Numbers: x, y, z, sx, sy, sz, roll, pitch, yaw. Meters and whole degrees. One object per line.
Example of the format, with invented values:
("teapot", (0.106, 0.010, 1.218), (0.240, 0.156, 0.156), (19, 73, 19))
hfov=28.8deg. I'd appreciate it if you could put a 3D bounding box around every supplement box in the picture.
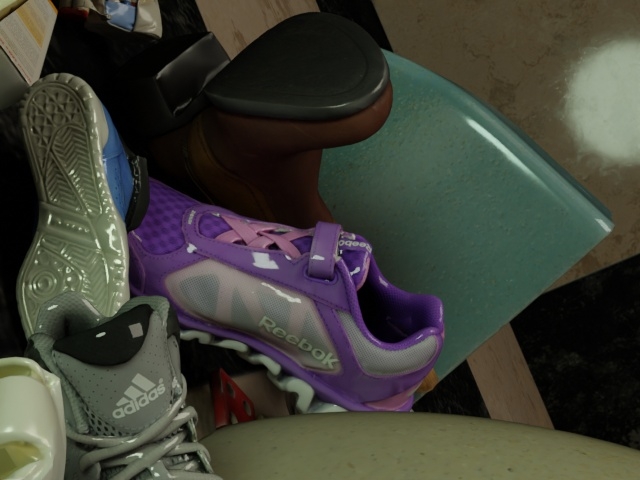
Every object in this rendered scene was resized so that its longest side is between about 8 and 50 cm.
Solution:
("supplement box", (-0.175, -0.116, 0.655), (0.062, 0.036, 0.098), (58, 15, -31))

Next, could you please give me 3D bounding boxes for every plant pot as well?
("plant pot", (0.073, -0.028, 1.072), (0.252, 0.248, 0.247), (48, 12, 5))

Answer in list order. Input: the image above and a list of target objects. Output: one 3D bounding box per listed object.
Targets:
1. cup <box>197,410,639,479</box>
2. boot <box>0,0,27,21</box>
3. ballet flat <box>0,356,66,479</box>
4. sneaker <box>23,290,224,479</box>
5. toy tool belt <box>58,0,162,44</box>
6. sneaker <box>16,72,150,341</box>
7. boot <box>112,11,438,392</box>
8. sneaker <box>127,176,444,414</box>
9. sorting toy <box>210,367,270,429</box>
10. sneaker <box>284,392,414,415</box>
("cup", (0.098, 0.220, 0.576), (0.331, 0.237, 0.331), (48, 32, -45))
("boot", (-0.195, -0.133, 0.461), (0.165, 0.077, 0.213), (59, 32, -19))
("ballet flat", (-0.137, 0.060, 0.361), (0.280, 0.096, 0.095), (52, 18, -47))
("sneaker", (-0.060, 0.096, 0.447), (0.228, 0.086, 0.132), (42, -36, 44))
("toy tool belt", (-0.141, -0.165, 0.837), (0.083, 0.052, 0.051), (13, 78, -53))
("sneaker", (-0.116, 0.000, 0.632), (0.084, 0.058, 0.152), (60, 19, -72))
("boot", (0.000, 0.000, 0.814), (0.096, 0.264, 0.280), (-45, 119, -32))
("sneaker", (-0.024, 0.021, 0.718), (0.236, 0.104, 0.095), (33, 36, -11))
("sorting toy", (-0.010, 0.193, 0.745), (0.132, 0.046, 0.275), (55, 16, -40))
("sneaker", (0.062, 0.200, 0.857), (0.281, 0.105, 0.115), (54, 6, -31))
